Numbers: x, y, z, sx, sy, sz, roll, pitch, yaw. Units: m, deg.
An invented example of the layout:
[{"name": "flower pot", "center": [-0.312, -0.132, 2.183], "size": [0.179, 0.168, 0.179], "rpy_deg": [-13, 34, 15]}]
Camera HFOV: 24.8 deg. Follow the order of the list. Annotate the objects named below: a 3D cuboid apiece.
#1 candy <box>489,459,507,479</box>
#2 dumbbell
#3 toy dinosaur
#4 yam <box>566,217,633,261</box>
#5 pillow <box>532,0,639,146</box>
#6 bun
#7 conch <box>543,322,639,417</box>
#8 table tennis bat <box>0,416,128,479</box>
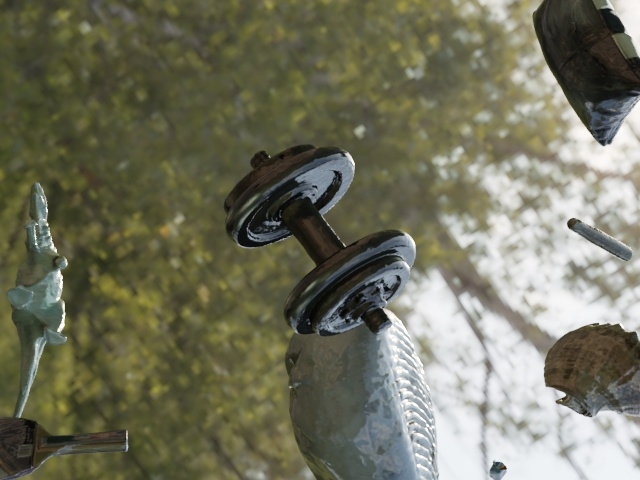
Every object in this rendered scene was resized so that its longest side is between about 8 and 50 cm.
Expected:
[{"name": "candy", "center": [0.290, 0.376, 2.362], "size": [0.020, 0.030, 0.083], "rpy_deg": [-59, 161, -23]}, {"name": "dumbbell", "center": [0.000, 0.000, 1.837], "size": [0.192, 0.290, 0.192], "rpy_deg": [-31, 160, -13]}, {"name": "toy dinosaur", "center": [-0.419, 0.117, 2.127], "size": [0.092, 0.392, 0.205], "rpy_deg": [1, -172, -14]}, {"name": "yam", "center": [0.354, -0.001, 1.839], "size": [0.021, 0.116, 0.021], "rpy_deg": [-32, -136, 38]}, {"name": "pillow", "center": [0.393, -0.281, 2.145], "size": [0.106, 0.249, 0.186], "rpy_deg": [-20, 161, -17]}, {"name": "bun", "center": [0.059, 0.267, 2.204], "size": [0.194, 0.354, 0.354], "rpy_deg": [-15, -163, 16]}, {"name": "conch", "center": [0.385, 0.181, 1.988], "size": [0.207, 0.130, 0.155], "rpy_deg": [-20, -146, -27]}, {"name": "table tennis bat", "center": [-0.420, 0.291, 2.026], "size": [0.301, 0.022, 0.173], "rpy_deg": [-3, -157, -6]}]
